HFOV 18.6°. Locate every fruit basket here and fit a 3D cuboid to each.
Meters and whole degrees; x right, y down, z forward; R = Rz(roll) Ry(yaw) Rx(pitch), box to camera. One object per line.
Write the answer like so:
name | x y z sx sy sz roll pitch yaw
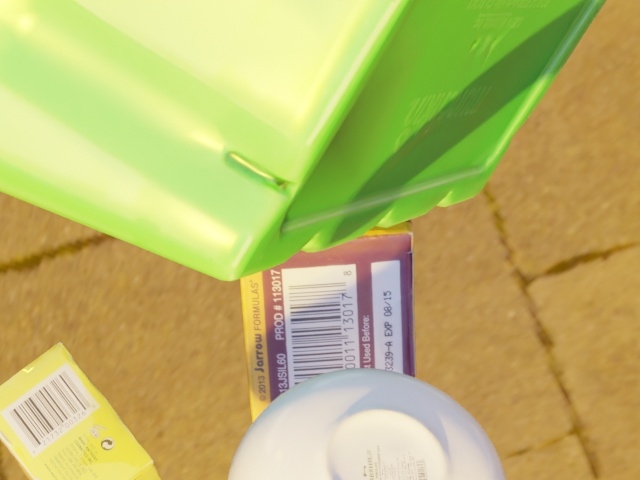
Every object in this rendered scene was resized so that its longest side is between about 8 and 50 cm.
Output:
fruit basket | -0.069 -0.185 0.730 0.392 0.392 0.283 31 107 -4

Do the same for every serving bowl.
serving bowl | 0.016 0.070 0.557 0.083 0.027 0.083 6 56 -9

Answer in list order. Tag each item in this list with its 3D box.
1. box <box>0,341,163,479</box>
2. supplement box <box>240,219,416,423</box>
box | -0.129 0.129 1.093 0.058 0.232 0.087 -38 76 -9
supplement box | 0.000 0.000 0.967 0.080 0.188 0.104 -3 118 -2
